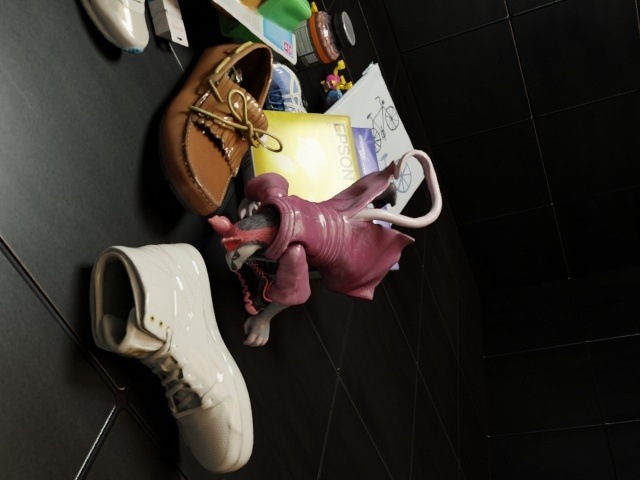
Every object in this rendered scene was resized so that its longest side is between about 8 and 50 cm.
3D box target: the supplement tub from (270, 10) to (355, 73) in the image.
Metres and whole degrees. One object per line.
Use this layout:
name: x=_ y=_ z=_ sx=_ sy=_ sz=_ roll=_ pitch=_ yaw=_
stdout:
supplement tub: x=-0.031 y=-0.410 z=1.344 sx=0.106 sy=0.198 sz=0.106 roll=-13 pitch=90 yaw=-71

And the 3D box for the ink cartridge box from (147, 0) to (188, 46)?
ink cartridge box: x=-0.236 y=-0.340 z=0.998 sx=0.048 sy=0.028 sz=0.083 roll=-14 pitch=91 yaw=-70

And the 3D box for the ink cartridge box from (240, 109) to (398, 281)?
ink cartridge box: x=0.009 y=-0.086 z=1.196 sx=0.307 sy=0.072 sz=0.303 roll=-4 pitch=78 yaw=-28

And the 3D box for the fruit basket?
fruit basket: x=-0.164 y=-0.505 z=1.088 sx=0.353 sy=0.165 sz=0.327 roll=31 pitch=40 yaw=-52

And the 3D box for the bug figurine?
bug figurine: x=0.010 y=-0.466 z=1.676 sx=0.216 sy=0.072 sz=0.279 roll=-60 pitch=129 yaw=-71

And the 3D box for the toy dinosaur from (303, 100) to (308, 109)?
toy dinosaur: x=-0.057 y=-0.284 z=1.461 sx=0.090 sy=0.047 sz=0.082 roll=129 pitch=-57 yaw=-73

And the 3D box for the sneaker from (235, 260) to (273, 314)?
sneaker: x=-0.105 y=0.060 z=1.059 sx=0.047 sy=0.057 sz=0.119 roll=-32 pitch=107 yaw=-67

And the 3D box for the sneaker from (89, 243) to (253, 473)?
sneaker: x=-0.182 y=0.143 z=0.748 sx=0.169 sy=0.108 sz=0.292 roll=5 pitch=64 yaw=-67

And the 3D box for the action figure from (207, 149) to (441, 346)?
action figure: x=0.000 y=0.000 z=0.972 sx=0.370 sy=0.276 sz=0.248 roll=2 pitch=66 yaw=-52

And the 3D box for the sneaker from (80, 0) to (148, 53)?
sneaker: x=-0.265 y=-0.362 z=0.844 sx=0.087 sy=0.092 sz=0.228 roll=-32 pitch=109 yaw=-71

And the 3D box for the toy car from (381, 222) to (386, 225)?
toy car: x=0.064 y=-0.014 z=1.363 sx=0.155 sy=0.188 sz=0.149 roll=-24 pitch=100 yaw=-70

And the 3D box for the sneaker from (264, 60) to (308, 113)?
sneaker: x=-0.070 y=-0.273 z=1.327 sx=0.081 sy=0.080 sz=0.211 roll=-87 pitch=153 yaw=-45

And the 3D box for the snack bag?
snack bag: x=0.117 y=-0.201 z=1.517 sx=0.323 sy=0.037 sz=0.342 roll=-51 pitch=124 yaw=-40

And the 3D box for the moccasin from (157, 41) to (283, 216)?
moccasin: x=-0.140 y=-0.185 z=0.985 sx=0.380 sy=0.147 sz=0.139 roll=-78 pitch=148 yaw=-50
